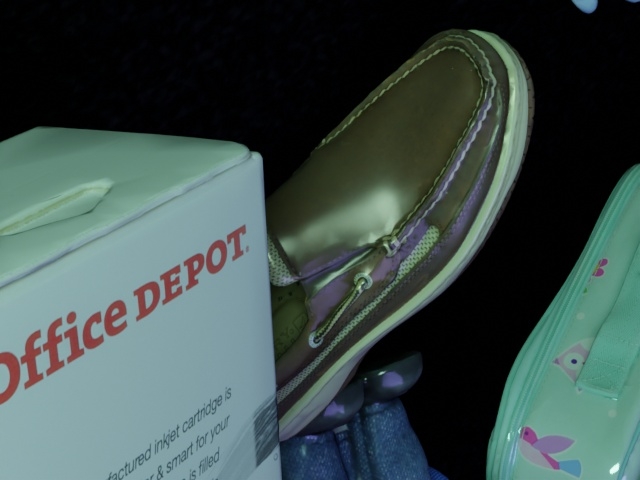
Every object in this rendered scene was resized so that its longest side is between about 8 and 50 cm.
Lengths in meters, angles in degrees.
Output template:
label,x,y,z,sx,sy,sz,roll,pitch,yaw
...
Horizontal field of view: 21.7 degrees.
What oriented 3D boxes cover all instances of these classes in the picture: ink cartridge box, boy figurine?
label,x,y,z,sx,sy,sz,roll,pitch,yaw
ink cartridge box,-0.108,0.111,0.627,0.197,0.114,0.273,-33,127,-54
boy figurine,0.041,0.216,0.966,0.177,0.285,0.092,-17,-179,-39

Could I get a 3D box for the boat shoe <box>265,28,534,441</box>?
label,x,y,z,sx,sy,sz,roll,pitch,yaw
boat shoe,0.004,0.005,0.817,0.095,0.095,0.257,7,124,-49

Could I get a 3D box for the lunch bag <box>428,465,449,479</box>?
label,x,y,z,sx,sy,sz,roll,pitch,yaw
lunch bag,-0.037,0.361,1.099,0.328,0.239,0.385,-25,130,-33

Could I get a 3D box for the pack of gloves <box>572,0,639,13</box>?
label,x,y,z,sx,sy,sz,roll,pitch,yaw
pack of gloves,0.171,-0.199,0.757,0.195,0.046,0.232,-42,143,7

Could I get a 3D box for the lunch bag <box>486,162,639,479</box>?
label,x,y,z,sx,sy,sz,roll,pitch,yaw
lunch bag,0.202,0.093,1.092,0.279,0.108,0.224,-58,149,-33
